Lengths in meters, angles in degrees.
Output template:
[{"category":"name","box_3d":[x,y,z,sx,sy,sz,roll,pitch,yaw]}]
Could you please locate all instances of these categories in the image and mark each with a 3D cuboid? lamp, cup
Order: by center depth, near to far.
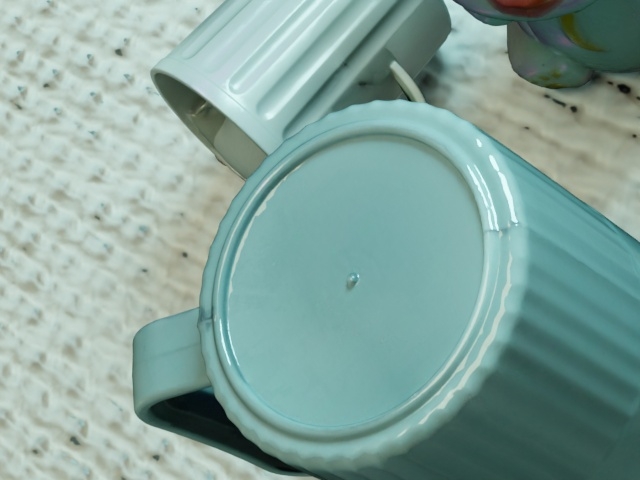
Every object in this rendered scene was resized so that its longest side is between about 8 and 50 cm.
[{"category":"cup","box_3d":[0.072,0.062,1.255,0.331,0.311,0.257,15,80,37]},{"category":"lamp","box_3d":[0.182,-0.254,1.313,0.247,0.301,0.247,1,72,34]},{"category":"cup","box_3d":[0.009,-0.130,1.470,0.221,0.167,0.202,41,80,4]}]

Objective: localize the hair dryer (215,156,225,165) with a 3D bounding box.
[{"category":"hair dryer","box_3d":[-0.049,-0.117,1.589,0.063,0.037,0.114,1,65,36]}]
